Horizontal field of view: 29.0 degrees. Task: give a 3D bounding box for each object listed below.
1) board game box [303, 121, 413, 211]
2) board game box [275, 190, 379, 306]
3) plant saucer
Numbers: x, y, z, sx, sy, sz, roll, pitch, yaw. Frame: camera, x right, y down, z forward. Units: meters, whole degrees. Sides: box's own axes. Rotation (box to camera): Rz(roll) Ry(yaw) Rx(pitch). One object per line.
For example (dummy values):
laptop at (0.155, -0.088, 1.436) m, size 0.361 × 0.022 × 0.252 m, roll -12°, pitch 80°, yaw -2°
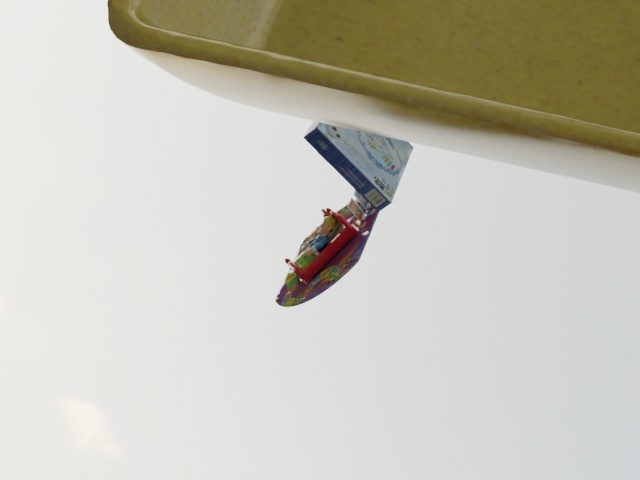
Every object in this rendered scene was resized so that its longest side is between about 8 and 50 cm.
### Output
board game box at (0.034, -0.082, 1.039) m, size 0.090 × 0.090 × 0.020 m, roll 45°, pitch -53°, yaw -15°
board game box at (0.000, 0.000, 1.355) m, size 0.133 × 0.169 × 0.033 m, roll -27°, pitch -65°, yaw 38°
plant saucer at (0.115, -0.143, 0.557) m, size 0.332 × 0.333 × 0.081 m, roll 14°, pitch -36°, yaw 6°
